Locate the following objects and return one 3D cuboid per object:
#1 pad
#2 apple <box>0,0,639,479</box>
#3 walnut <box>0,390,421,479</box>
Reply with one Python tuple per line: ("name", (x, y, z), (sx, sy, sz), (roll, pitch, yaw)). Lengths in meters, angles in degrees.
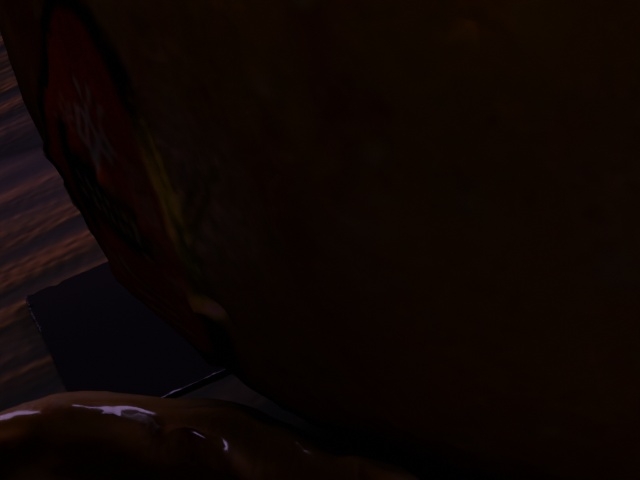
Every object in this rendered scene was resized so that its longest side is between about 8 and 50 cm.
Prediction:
("pad", (0.000, 0.000, 0.813), (0.243, 0.004, 0.163), (-24, 22, -8))
("apple", (0.093, -0.123, 0.548), (0.400, 0.334, 0.400), (-10, 22, 4))
("walnut", (-0.055, 0.112, 0.485), (0.167, 0.087, 0.211), (-26, 23, -34))
